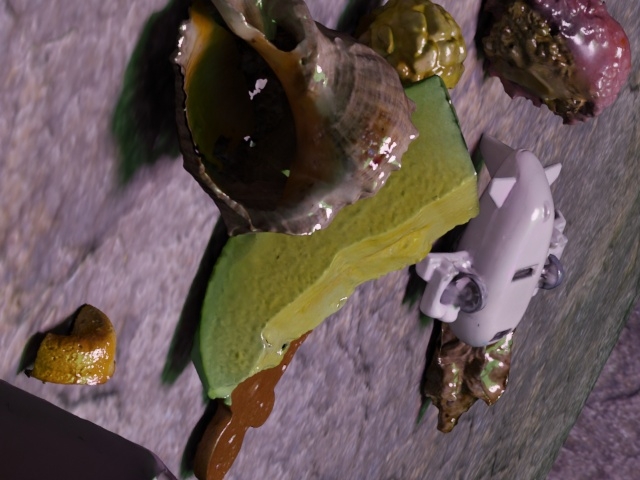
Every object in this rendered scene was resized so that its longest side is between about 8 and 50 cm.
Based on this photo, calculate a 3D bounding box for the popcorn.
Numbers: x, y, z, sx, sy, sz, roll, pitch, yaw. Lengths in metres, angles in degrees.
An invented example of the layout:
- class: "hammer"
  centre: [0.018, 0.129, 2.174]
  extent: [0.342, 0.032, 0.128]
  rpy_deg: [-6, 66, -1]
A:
- class: "popcorn"
  centre: [0.074, -0.171, 1.676]
  extent: [0.121, 0.116, 0.106]
  rpy_deg: [84, -10, -62]

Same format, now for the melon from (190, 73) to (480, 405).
- class: "melon"
  centre: [0.000, 0.000, 1.624]
  extent: [0.323, 0.124, 0.196]
  rpy_deg: [-37, 154, -6]

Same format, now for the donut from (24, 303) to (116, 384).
- class: "donut"
  centre: [-0.185, 0.078, 1.371]
  extent: [0.083, 0.067, 0.038]
  rpy_deg: [3, 121, -37]

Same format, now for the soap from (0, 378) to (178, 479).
- class: "soap"
  centre: [-0.192, 0.145, 1.034]
  extent: [0.107, 0.285, 0.296]
  rpy_deg: [-61, 159, -17]

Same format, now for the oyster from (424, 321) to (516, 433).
- class: "oyster"
  centre: [0.218, 0.088, 2.409]
  extent: [0.221, 0.096, 0.361]
  rpy_deg: [16, 95, -65]

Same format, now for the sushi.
- class: "sushi"
  centre: [0.262, -0.225, 2.019]
  extent: [0.107, 0.161, 0.241]
  rpy_deg: [-55, 160, -27]

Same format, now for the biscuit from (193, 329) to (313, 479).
- class: "biscuit"
  centre: [-0.069, 0.138, 1.758]
  extent: [0.205, 0.031, 0.138]
  rpy_deg: [-64, 161, -7]

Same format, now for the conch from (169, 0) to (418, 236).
- class: "conch"
  centre: [-0.036, -0.101, 1.380]
  extent: [0.245, 0.163, 0.178]
  rpy_deg: [52, 41, -36]

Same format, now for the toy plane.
- class: "toy plane"
  centre: [0.213, 0.009, 2.232]
  extent: [0.267, 0.122, 0.267]
  rpy_deg: [-28, 135, -32]
